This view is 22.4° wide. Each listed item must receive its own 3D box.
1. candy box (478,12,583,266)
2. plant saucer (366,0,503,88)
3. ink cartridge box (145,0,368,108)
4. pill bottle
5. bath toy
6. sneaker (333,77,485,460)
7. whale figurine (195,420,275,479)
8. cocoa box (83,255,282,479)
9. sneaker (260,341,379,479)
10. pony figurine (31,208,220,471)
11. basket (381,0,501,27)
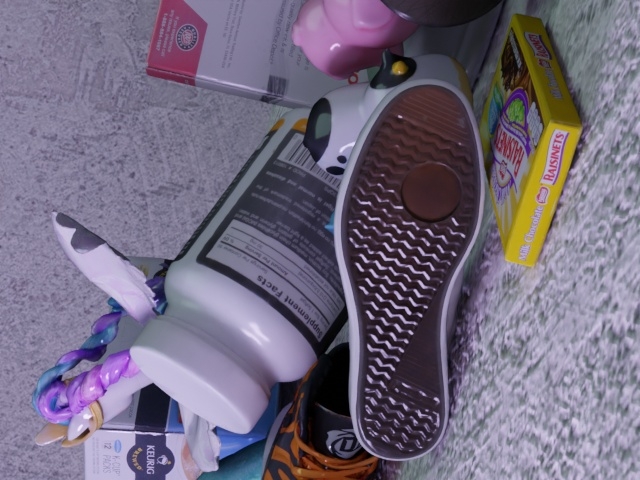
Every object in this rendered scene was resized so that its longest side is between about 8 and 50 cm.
[{"bbox_3d":[0.142,-0.075,1.122,0.206,0.027,0.105,-91,12,-63],"label":"candy box"},{"bbox_3d":[0.101,-0.281,1.528,0.400,0.101,0.400,-167,90,-83],"label":"plant saucer"},{"bbox_3d":[-0.055,-0.273,1.991,0.117,0.283,0.207,-173,96,-86],"label":"ink cartridge box"},{"bbox_3d":[-0.042,0.027,1.478,0.278,0.162,0.162,-55,0,-19],"label":"pill bottle"},{"bbox_3d":[0.034,-0.174,1.342,0.129,0.151,0.348,30,-136,-62],"label":"bath toy"},{"bbox_3d":[0.059,0.010,1.214,0.123,0.106,0.290,-87,3,-70],"label":"sneaker"},{"bbox_3d":[-0.060,0.258,1.619,0.272,0.141,0.216,111,170,-45],"label":"whale figurine"},{"bbox_3d":[-0.164,0.213,2.057,0.347,0.228,0.231,-87,2,-55],"label":"cocoa box"},{"bbox_3d":[-0.008,0.219,1.354,0.180,0.125,0.321,110,170,-50],"label":"sneaker"},{"bbox_3d":[-0.134,0.095,1.707,0.302,0.363,0.351,58,159,11],"label":"pony figurine"},{"bbox_3d":[0.125,-0.286,1.174,0.227,0.154,0.204,138,148,-72],"label":"basket"}]
